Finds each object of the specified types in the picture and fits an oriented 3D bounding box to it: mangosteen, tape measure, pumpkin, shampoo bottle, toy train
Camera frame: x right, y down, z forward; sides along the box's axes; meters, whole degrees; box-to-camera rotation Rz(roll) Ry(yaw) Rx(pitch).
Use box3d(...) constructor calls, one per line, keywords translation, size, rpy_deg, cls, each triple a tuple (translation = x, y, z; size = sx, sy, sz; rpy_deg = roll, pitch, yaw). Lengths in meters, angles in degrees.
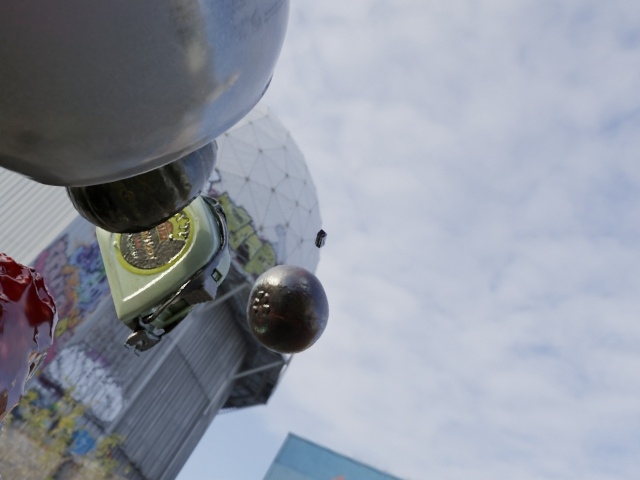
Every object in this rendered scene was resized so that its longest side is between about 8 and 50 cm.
box3d(translation=(-0.070, 0.171, 1.619), size=(0.216, 0.216, 0.216), rpy_deg=(20, -39, 17), cls="mangosteen")
box3d(translation=(-0.233, 0.036, 1.065), size=(0.115, 0.207, 0.235), rpy_deg=(69, -3, -60), cls="tape measure")
box3d(translation=(-0.245, -0.106, 0.923), size=(0.224, 0.223, 0.157), rpy_deg=(1, -44, 35), cls="pumpkin")
box3d(translation=(-0.164, -0.197, 0.430), size=(0.273, 0.273, 0.266), rpy_deg=(7, -48, 31), cls="shampoo bottle")
box3d(translation=(0.000, 0.000, 1.300), size=(0.017, 0.017, 0.083), rpy_deg=(42, -16, 9), cls="toy train")

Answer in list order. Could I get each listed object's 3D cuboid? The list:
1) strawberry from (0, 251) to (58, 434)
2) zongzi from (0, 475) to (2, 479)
box3d(translation=(-0.502, 0.106, 0.780), size=(0.295, 0.317, 0.345), rpy_deg=(32, -20, 35), cls="strawberry")
box3d(translation=(-0.842, 0.636, 1.539), size=(0.115, 0.228, 0.256), rpy_deg=(38, -40, -4), cls="zongzi")
